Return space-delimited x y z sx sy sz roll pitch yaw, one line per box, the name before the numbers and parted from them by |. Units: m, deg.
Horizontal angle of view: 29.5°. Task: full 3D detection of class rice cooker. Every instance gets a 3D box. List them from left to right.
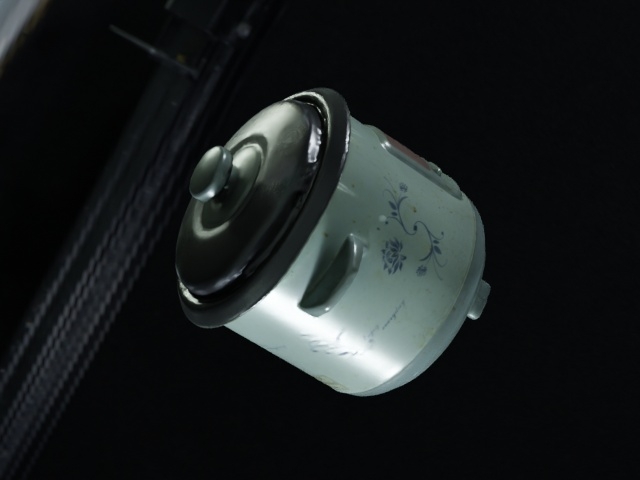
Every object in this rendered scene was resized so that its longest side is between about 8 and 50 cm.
rice cooker | 0.000 0.000 1.222 0.316 0.316 0.264 42 -78 25
